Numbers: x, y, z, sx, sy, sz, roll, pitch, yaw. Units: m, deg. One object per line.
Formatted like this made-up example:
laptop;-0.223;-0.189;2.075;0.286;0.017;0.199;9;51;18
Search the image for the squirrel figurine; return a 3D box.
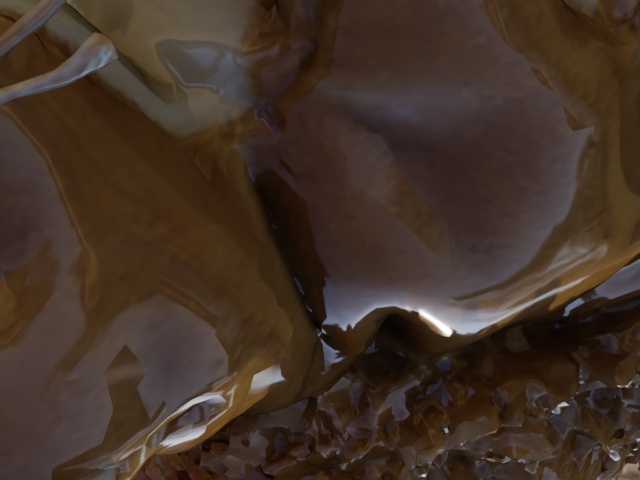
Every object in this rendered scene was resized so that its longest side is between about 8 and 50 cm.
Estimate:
squirrel figurine;0.000;0.000;0.567;0.281;0.370;0.397;30;149;36
